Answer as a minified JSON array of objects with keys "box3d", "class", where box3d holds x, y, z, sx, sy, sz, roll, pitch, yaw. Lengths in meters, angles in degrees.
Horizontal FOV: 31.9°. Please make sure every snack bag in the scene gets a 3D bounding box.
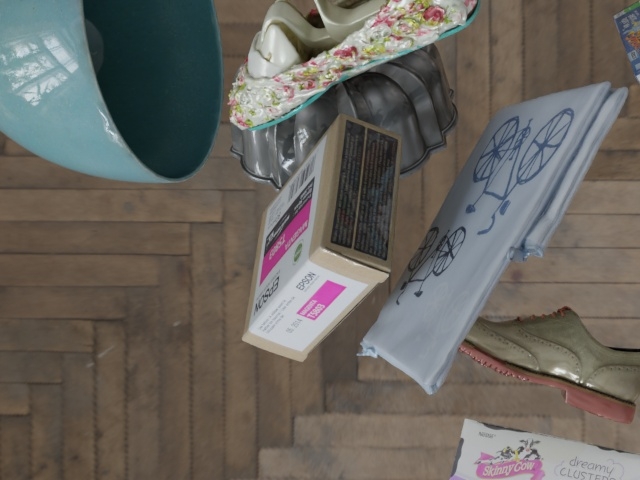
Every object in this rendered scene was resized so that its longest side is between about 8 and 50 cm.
[{"box3d":[0.164,-0.004,1.156,0.037,0.323,0.343,31,87,-9],"class":"snack bag"}]

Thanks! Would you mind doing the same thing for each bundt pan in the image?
[{"box3d":[0.022,-0.208,1.546,0.330,0.331,0.124,-10,131,4],"class":"bundt pan"}]

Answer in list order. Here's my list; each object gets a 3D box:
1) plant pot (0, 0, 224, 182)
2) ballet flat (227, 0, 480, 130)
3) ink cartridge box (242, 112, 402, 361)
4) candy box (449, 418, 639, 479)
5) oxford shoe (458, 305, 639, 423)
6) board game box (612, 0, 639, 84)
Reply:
[{"box3d":[-0.246,-0.194,1.132,0.195,0.290,0.290,-5,90,20],"class":"plant pot"},{"box3d":[0.007,-0.160,0.836,0.241,0.091,0.077,-23,131,33],"class":"ballet flat"},{"box3d":[0.000,0.000,1.293,0.088,0.235,0.193,21,52,-17],"class":"ink cartridge box"},{"box3d":[0.217,0.208,0.869,0.164,0.196,0.070,5,71,41],"class":"candy box"},{"box3d":[0.320,0.148,1.663,0.348,0.123,0.130,23,94,-2],"class":"oxford shoe"},{"box3d":[0.365,-0.163,1.183,0.035,0.201,0.136,-28,109,21],"class":"board game box"}]
